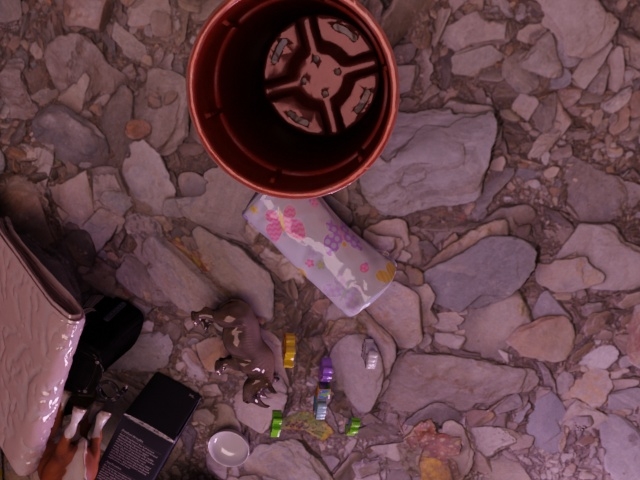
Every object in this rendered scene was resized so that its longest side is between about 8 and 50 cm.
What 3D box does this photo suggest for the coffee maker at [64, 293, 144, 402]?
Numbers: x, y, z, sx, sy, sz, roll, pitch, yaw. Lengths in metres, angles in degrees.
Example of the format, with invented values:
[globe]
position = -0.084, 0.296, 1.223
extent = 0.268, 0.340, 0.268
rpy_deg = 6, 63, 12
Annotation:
[coffee maker]
position = -0.399, 0.194, 1.179
extent = 0.120, 0.178, 0.171
rpy_deg = -37, 97, 21

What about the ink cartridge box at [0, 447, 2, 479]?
[ink cartridge box]
position = -0.841, 0.527, 1.372
extent = 0.279, 0.160, 0.385
rpy_deg = 9, 110, 6

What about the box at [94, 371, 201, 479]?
[box]
position = -0.336, 0.387, 1.250
extent = 0.108, 0.153, 0.207
rpy_deg = 29, 109, -1

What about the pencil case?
[pencil case]
position = 0.000, 0.000, 1.085
extent = 0.273, 0.113, 0.124
rpy_deg = 43, 104, -6

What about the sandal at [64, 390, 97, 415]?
[sandal]
position = -0.561, 0.316, 1.305
extent = 0.219, 0.060, 0.090
rpy_deg = -19, 105, -4

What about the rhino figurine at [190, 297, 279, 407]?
[rhino figurine]
position = -0.142, 0.213, 1.201
extent = 0.106, 0.073, 0.243
rpy_deg = -21, 108, 4

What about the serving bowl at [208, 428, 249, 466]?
[serving bowl]
position = -0.180, 0.408, 1.297
extent = 0.083, 0.027, 0.083
rpy_deg = 3, 109, 9

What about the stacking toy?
[stacking toy]
position = 0.002, 0.270, 1.192
extent = 0.166, 0.052, 0.221
rpy_deg = 5, 116, -11

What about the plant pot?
[plant pot]
position = -0.019, -0.225, 0.931
extent = 0.272, 0.265, 0.273
rpy_deg = 3, 110, 8

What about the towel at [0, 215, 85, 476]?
[towel]
position = -0.513, 0.167, 1.088
extent = 0.317, 0.053, 0.332
rpy_deg = 40, 118, 32

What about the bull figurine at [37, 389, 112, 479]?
[bull figurine]
position = -0.443, 0.386, 1.164
extent = 0.101, 0.310, 0.189
rpy_deg = 23, 77, -30
